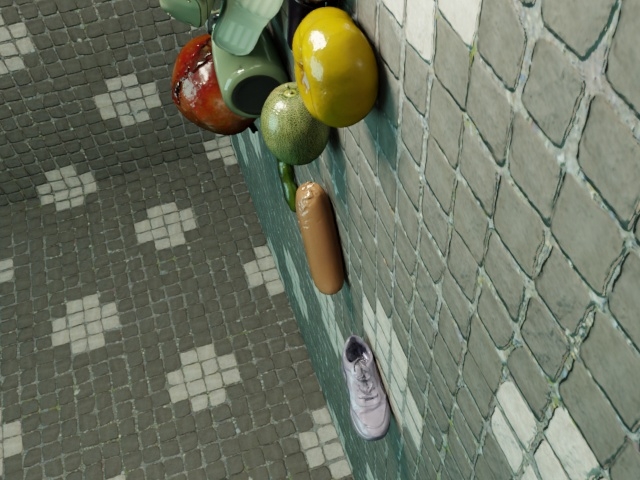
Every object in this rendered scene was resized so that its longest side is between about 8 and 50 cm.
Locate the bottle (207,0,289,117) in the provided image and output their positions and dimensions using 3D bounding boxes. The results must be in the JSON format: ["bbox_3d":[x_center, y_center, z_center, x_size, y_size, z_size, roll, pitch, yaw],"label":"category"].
[{"bbox_3d":[-0.195,-0.476,1.686,0.168,0.169,0.346,87,166,-56],"label":"bottle"}]

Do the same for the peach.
[{"bbox_3d":[0.020,-0.247,0.978,0.179,0.103,0.179,168,90,-80],"label":"peach"}]

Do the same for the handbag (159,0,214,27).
[{"bbox_3d":[-0.227,-0.607,1.366,0.241,0.109,0.315,175,116,-79],"label":"handbag"}]

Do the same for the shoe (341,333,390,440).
[{"bbox_3d":[0.101,0.337,1.568,0.137,0.095,0.245,80,176,-49],"label":"shoe"}]

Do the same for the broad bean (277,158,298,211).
[{"bbox_3d":[-0.099,-0.195,1.976,0.065,0.047,0.254,36,142,55],"label":"broad bean"}]

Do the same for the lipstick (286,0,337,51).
[{"bbox_3d":[-0.002,-0.388,0.942,0.418,0.077,0.077,114,139,-74],"label":"lipstick"}]

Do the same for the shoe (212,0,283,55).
[{"bbox_3d":[-0.138,-0.546,1.413,0.363,0.132,0.160,138,147,-66],"label":"shoe"}]

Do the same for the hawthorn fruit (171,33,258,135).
[{"bbox_3d":[-0.290,-0.451,1.939,0.316,0.316,0.315,164,90,-81],"label":"hawthorn fruit"}]

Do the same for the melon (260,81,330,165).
[{"bbox_3d":[-0.048,-0.228,1.310,0.192,0.139,0.139,81,168,-53],"label":"melon"}]

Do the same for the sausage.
[{"bbox_3d":[0.000,0.000,1.597,0.086,0.086,0.288,-124,21,-63],"label":"sausage"}]
